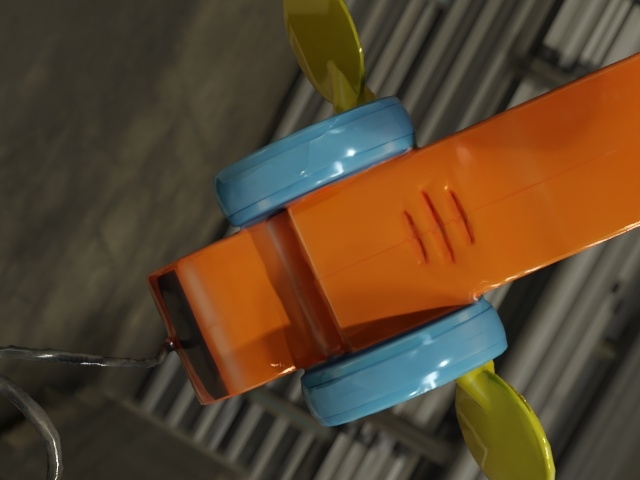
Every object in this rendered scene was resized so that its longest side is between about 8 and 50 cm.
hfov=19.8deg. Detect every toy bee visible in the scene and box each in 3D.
[{"bbox_3d":[0.000,0.000,0.653,0.162,0.298,0.195,180,-93,-89],"label":"toy bee"}]
